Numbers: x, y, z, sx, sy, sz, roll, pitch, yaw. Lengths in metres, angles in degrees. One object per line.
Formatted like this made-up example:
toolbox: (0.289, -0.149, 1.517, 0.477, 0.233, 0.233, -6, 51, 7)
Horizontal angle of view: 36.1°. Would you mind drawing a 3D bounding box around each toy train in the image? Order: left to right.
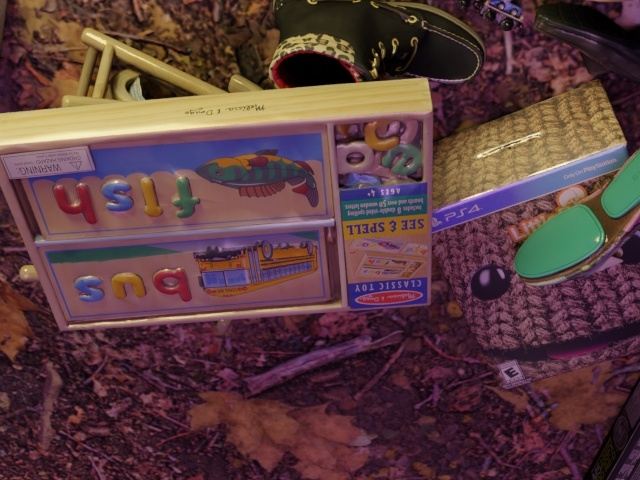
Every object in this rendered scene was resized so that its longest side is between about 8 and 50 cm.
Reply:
toy train: (0.146, -0.262, 1.019, 0.158, 0.027, 0.036, 23, 114, -14)

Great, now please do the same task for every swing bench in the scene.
swing bench: (-0.178, -0.062, 1.103, 0.255, 0.165, 0.253, 15, 126, -15)

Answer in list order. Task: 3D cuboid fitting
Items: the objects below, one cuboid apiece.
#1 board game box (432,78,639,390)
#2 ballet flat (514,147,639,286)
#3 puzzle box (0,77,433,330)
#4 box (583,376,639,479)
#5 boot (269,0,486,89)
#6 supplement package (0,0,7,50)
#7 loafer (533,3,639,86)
board game box: (0.265, 0.002, 1.139, 0.232, 0.141, 0.291, -20, 124, 16)
ballet flat: (0.298, -0.020, 0.994, 0.079, 0.076, 0.221, 20, 127, -36)
puzzle box: (-0.092, -0.023, 0.981, 0.409, 0.052, 0.272, -5, 136, 2)
box: (0.520, 0.323, 1.419, 0.216, 0.060, 0.270, 9, 127, -5)
boot: (0.058, -0.179, 0.988, 0.237, 0.178, 0.085, 17, 126, -9)
supplement package: (-0.432, -0.229, 1.021, 0.179, 0.105, 0.105, 16, 125, -9)
loafer: (0.299, -0.200, 1.038, 0.170, 0.062, 0.061, 18, 130, -9)
